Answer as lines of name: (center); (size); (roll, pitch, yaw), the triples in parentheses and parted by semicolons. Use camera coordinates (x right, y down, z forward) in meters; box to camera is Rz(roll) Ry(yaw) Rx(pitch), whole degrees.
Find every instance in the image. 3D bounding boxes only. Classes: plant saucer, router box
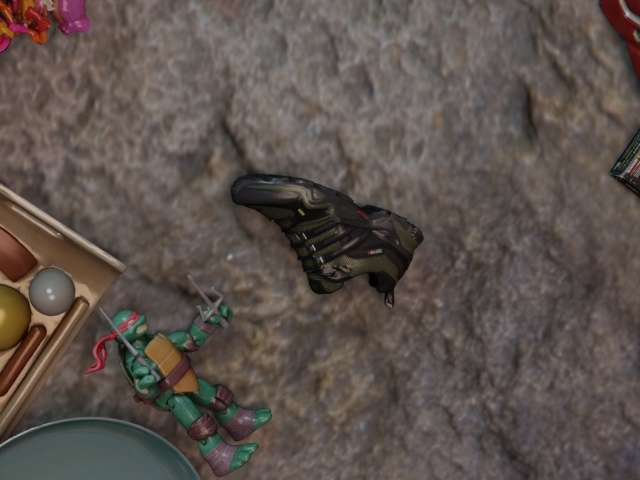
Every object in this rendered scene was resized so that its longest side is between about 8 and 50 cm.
plant saucer: (-0.272, 0.334, 1.659); (0.317, 0.044, 0.318); (-7, 108, -22)
router box: (0.410, -0.099, 1.792); (0.092, 0.038, 0.122); (36, 87, -14)

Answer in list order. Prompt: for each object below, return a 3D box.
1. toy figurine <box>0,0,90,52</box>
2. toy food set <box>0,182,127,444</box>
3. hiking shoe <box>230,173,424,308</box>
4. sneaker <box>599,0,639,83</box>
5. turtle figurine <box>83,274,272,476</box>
toy figurine: (-0.292, -0.258, 1.581); (0.159, 0.130, 0.173); (-3, 88, -21)
toy food set: (-0.377, 0.095, 1.613); (0.219, 0.092, 0.306); (34, 88, -14)
hiking shoe: (0.000, 0.000, 1.688); (0.227, 0.086, 0.114); (19, 89, -15)
sneaker: (0.401, -0.276, 1.765); (0.128, 0.087, 0.221); (-21, 97, -30)
turtle figurine: (-0.154, 0.137, 1.660); (0.234, 0.118, 0.175); (51, 44, -14)
